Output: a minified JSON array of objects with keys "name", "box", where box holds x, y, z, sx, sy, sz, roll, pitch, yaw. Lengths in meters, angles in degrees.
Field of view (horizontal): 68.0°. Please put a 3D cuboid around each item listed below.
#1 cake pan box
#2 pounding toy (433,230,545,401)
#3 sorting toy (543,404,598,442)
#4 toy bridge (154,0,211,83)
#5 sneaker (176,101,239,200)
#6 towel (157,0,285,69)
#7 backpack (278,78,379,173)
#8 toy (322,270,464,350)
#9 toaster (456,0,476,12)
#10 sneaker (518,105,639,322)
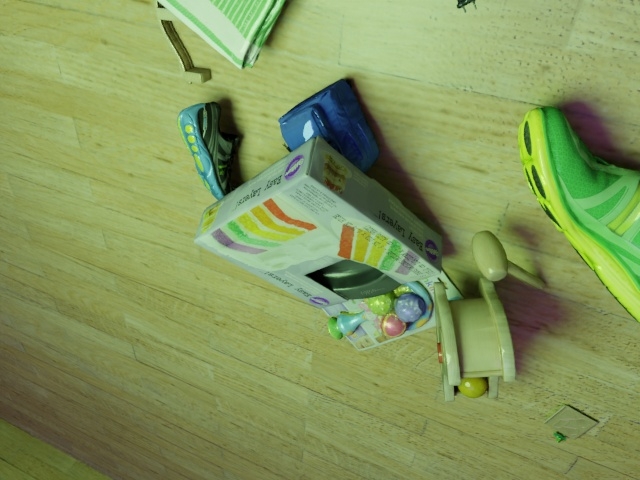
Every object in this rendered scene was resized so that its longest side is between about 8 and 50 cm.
[{"name":"cake pan box","box":[0.000,0.000,0.664,0.245,0.070,0.266,-20,138,42]},{"name":"pounding toy","box":[0.233,0.130,0.625,0.154,0.154,0.270,-7,135,10]},{"name":"sorting toy","box":[0.398,0.302,0.774,0.062,0.012,0.083,26,128,3]},{"name":"toy bridge","box":[-0.191,-0.305,0.640,0.063,0.026,0.188,16,129,19]},{"name":"sneaker","box":[-0.151,-0.124,0.720,0.067,0.078,0.188,40,155,36]},{"name":"towel","box":[-0.101,-0.385,0.499,0.248,0.038,0.325,39,128,0]},{"name":"backpack","box":[0.009,-0.125,0.616,0.098,0.101,0.120,-14,117,42]},{"name":"toy","box":[0.105,0.117,0.769,0.237,0.056,0.137,-28,108,39]},{"name":"toaster","box":[0.160,-0.318,0.376,0.146,0.129,0.227,-5,119,28]},{"name":"sneaker","box":[0.326,-0.038,0.524,0.123,0.109,0.295,-39,100,20]}]
